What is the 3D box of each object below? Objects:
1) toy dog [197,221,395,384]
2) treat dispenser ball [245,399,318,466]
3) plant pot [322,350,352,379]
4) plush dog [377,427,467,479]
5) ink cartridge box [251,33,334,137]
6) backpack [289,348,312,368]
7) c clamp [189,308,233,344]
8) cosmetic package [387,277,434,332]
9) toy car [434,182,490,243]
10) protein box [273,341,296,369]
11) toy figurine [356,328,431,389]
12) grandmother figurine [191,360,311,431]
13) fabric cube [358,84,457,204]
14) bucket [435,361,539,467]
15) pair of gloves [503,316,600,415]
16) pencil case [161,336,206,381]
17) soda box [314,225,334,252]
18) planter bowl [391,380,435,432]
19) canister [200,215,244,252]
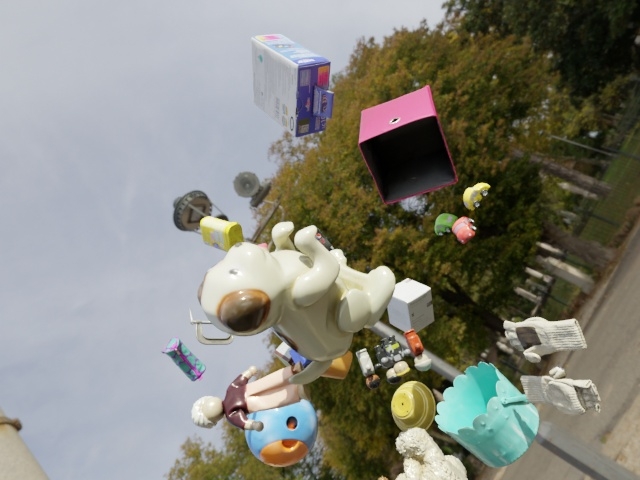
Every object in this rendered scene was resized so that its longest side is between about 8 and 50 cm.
[{"bbox_3d":[-0.094,0.139,1.036,0.407,0.284,0.396,20,-81,-37],"label":"toy dog"},{"bbox_3d":[-0.153,0.733,1.663,0.288,0.288,0.288,-40,-34,-34],"label":"treat dispenser ball"},{"bbox_3d":[0.037,0.539,1.921,0.205,0.187,0.205,-158,90,-86],"label":"plant pot"},{"bbox_3d":[0.270,0.671,1.109,0.225,0.211,0.262,-43,-69,6],"label":"plush dog"},{"bbox_3d":[-0.102,-0.573,1.579,0.151,0.395,0.270,-21,-42,-27],"label":"ink cartridge box"},{"bbox_3d":[-0.041,0.443,1.663,0.120,0.098,0.101,-3,-37,-42],"label":"backpack"},{"bbox_3d":[-0.381,0.305,1.480,0.160,0.137,0.022,15,-50,-32],"label":"c clamp"},{"bbox_3d":[0.411,0.303,1.938,0.151,0.151,0.184,-26,-63,-26],"label":"cosmetic package"},{"bbox_3d":[0.443,-0.075,1.395,0.239,0.053,0.225,-62,11,-25],"label":"toy car"},{"bbox_3d":[-0.140,0.718,2.548,0.136,0.201,0.200,-46,-67,-20],"label":"protein box"},{"bbox_3d":[0.248,0.415,1.443,0.213,0.148,0.209,-36,-23,33],"label":"toy figurine"},{"bbox_3d":[-0.205,0.449,1.208,0.342,0.208,0.104,-20,-64,2],"label":"grandmother figurine"},{"bbox_3d":[0.292,-0.323,1.422,0.259,0.254,0.258,60,-155,-33],"label":"fabric cube"},{"bbox_3d":[0.520,0.542,1.317,0.281,0.183,0.281,-49,0,-1],"label":"bucket"},{"bbox_3d":[0.570,0.313,1.050,0.042,0.204,0.240,-13,-91,-27],"label":"pair of gloves"},{"bbox_3d":[-0.432,0.379,1.339,0.064,0.070,0.152,-43,-65,-21],"label":"pencil case"},{"bbox_3d":[0.000,0.000,2.364,0.053,0.169,0.060,-42,10,-14],"label":"soda box"},{"bbox_3d":[0.370,0.702,1.788,0.090,0.217,0.217,30,-90,-39],"label":"planter bowl"},{"bbox_3d":[-0.385,-0.021,1.639,0.073,0.169,0.126,-32,-52,-45],"label":"canister"}]
